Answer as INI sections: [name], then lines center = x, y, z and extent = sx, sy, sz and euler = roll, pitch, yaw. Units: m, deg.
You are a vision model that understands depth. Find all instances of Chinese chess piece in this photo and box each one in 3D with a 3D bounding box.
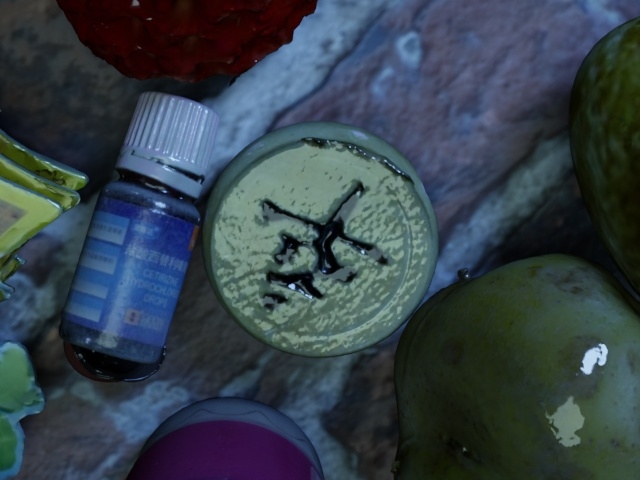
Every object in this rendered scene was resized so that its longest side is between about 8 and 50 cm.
[Chinese chess piece]
center = 0.000, 0.000, 0.977
extent = 0.188, 0.083, 0.188
euler = -1, 104, -3

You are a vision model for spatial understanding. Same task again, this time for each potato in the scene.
[potato]
center = 0.162, 0.177, 0.961
extent = 0.218, 0.202, 0.351
euler = 13, 113, 31

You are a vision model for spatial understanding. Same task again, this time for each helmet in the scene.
[helmet]
center = -0.174, 0.089, 1.011
extent = 0.084, 0.049, 0.065
euler = 24, 58, -23

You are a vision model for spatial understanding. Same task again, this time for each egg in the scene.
[egg]
center = 0.311, -0.049, 0.894
extent = 0.238, 0.238, 0.289
euler = -43, 83, 9

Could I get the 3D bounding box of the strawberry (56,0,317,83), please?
[strawberry]
center = -0.089, -0.258, 0.828
extent = 0.317, 0.295, 0.345
euler = -21, 127, -32

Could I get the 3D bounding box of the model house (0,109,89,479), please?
[model house]
center = -0.323, 0.046, 0.908
extent = 0.312, 0.242, 0.358
euler = -6, 102, -2

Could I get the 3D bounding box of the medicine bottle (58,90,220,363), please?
[medicine bottle]
center = -0.136, -0.011, 0.952
extent = 0.083, 0.083, 0.203
euler = 15, 85, -5

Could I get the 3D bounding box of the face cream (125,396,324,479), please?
[face cream]
center = -0.077, 0.233, 0.974
extent = 0.175, 0.195, 0.175
euler = 0, 102, -1
